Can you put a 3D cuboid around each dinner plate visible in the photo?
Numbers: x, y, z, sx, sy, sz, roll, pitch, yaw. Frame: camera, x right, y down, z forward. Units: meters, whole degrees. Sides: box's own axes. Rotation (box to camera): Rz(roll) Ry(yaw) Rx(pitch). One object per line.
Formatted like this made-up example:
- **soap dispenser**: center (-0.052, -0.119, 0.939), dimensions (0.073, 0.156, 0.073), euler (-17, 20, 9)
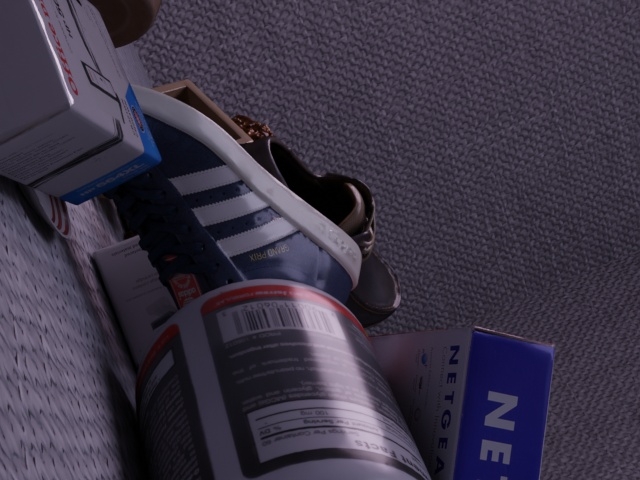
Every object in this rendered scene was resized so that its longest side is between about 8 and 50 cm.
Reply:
- **dinner plate**: center (-0.235, -0.064, 1.081), dimensions (0.141, 0.017, 0.141), euler (157, -90, -90)

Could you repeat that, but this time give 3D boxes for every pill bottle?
- **pill bottle**: center (-0.019, 0.205, 1.016), dimensions (0.363, 0.210, 0.210), euler (-113, -179, -56)

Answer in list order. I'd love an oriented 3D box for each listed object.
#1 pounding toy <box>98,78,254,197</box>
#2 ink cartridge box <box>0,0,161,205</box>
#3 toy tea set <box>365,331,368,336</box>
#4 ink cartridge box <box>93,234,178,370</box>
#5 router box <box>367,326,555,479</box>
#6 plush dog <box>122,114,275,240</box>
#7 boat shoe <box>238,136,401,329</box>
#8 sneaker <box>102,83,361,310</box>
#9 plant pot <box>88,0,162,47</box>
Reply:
- **pounding toy**: center (-0.182, -0.074, 1.515), dimensions (0.181, 0.206, 0.094), euler (44, -47, 24)
- **ink cartridge box**: center (-0.206, -0.121, 0.982), dimensions (0.203, 0.086, 0.148), euler (36, 30, -78)
- **toy tea set**: center (-0.064, 0.086, 1.553), dimensions (0.200, 0.124, 0.336), euler (42, 0, 43)
- **ink cartridge box**: center (-0.131, 0.104, 1.316), dimensions (0.158, 0.092, 0.217), euler (71, -2, -83)
- **router box**: center (0.070, 0.249, 1.169), dimensions (0.301, 0.082, 0.335), euler (163, -62, -65)
- **plush dog**: center (-0.122, -0.036, 1.658), dimensions (0.210, 0.225, 0.262), euler (84, -16, -86)
- **boat shoe**: center (0.000, 0.000, 1.461), dimensions (0.355, 0.130, 0.132), euler (32, 41, -48)
- **sneaker**: center (-0.111, -0.002, 1.169), dimensions (0.350, 0.131, 0.148), euler (34, 61, -27)
- **plant pot**: center (-0.251, -0.337, 1.463), dimensions (0.263, 0.263, 0.229), euler (70, 15, -63)
